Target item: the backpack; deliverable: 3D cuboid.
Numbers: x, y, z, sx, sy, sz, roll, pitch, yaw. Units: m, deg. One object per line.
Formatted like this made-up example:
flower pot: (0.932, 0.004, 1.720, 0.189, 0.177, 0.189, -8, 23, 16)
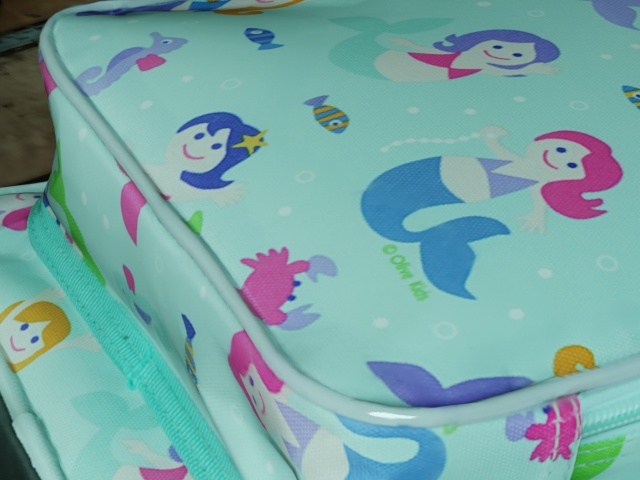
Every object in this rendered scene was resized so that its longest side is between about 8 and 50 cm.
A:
backpack: (0.048, 0.042, 0.444, 0.253, 0.191, 0.225, -4, 32, -26)
